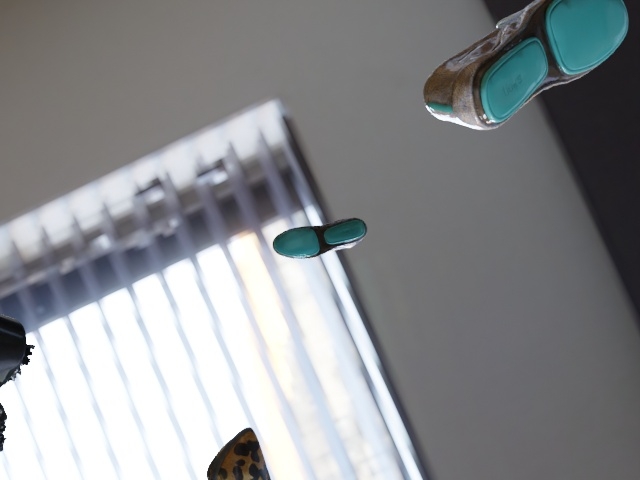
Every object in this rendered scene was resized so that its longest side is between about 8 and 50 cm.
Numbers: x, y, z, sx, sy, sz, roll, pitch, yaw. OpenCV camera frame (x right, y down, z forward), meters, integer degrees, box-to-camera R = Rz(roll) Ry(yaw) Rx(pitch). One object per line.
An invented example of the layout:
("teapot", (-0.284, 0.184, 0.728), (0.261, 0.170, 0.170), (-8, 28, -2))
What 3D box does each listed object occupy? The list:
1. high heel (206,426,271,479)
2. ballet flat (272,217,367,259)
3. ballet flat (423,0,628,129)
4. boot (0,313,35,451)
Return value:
("high heel", (-0.039, 0.327, 2.055), (0.261, 0.093, 0.186), (20, -96, -46))
("ballet flat", (0.000, 0.000, 2.073), (0.041, 0.114, 0.041), (-11, -90, -90))
("ballet flat", (0.220, -0.210, 1.927), (0.316, 0.106, 0.107), (-30, -68, -43))
("boot", (-0.307, 0.128, 1.081), (0.207, 0.246, 0.094), (32, 169, -36))
